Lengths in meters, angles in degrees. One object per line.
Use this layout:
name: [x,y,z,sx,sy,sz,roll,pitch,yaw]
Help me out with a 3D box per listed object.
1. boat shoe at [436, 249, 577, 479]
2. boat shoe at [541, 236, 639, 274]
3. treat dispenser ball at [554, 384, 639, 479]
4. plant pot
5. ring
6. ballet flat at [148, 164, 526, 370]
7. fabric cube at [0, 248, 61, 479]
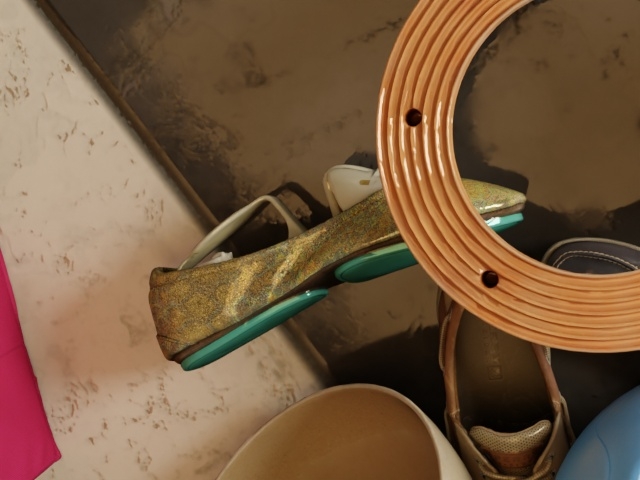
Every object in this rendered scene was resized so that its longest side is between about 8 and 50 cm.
boat shoe: [0.159,0.169,0.950,0.123,0.116,0.324,-14,97,14]
boat shoe: [0.283,0.059,0.927,0.206,0.065,0.075,27,103,1]
treat dispenser ball: [0.313,0.236,0.827,0.288,0.288,0.288,2,101,11]
plant pot: [0.041,0.290,0.935,0.284,0.284,0.191,-39,122,15]
ring: [0.208,-0.084,0.836,0.336,0.032,0.336,0,90,16]
ballet flat: [0.000,0.000,0.960,0.348,0.123,0.123,-25,95,15]
fabric cube: [-0.428,0.150,0.995,0.254,0.258,0.259,-13,97,13]
